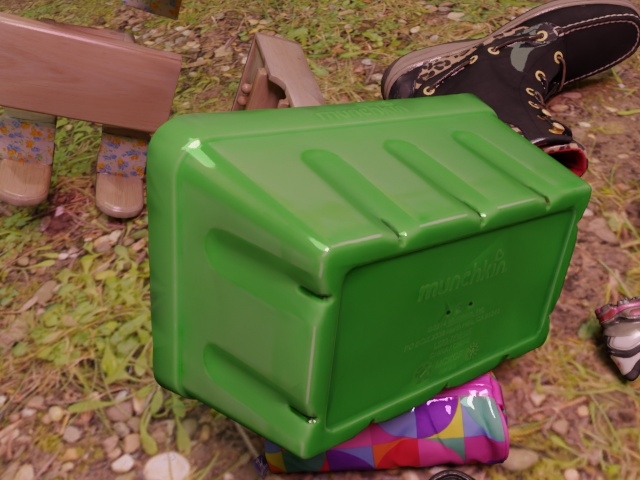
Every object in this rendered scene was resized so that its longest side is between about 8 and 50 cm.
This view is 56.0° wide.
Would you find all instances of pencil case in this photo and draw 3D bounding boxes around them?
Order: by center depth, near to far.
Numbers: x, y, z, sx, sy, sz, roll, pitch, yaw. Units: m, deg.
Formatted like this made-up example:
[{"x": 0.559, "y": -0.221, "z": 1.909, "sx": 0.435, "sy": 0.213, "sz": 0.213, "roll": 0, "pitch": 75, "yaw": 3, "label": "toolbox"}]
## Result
[{"x": 0.054, "y": 0.165, "z": 0.565, "sx": 0.237, "sy": 0.104, "sz": 0.104, "roll": -5, "pitch": 47, "yaw": 4, "label": "pencil case"}]

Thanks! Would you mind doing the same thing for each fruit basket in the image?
[{"x": 0.000, "y": 0.000, "z": 0.587, "sx": 0.393, "sy": 0.282, "sz": 0.392, "roll": 5, "pitch": 25, "yaw": -2, "label": "fruit basket"}]

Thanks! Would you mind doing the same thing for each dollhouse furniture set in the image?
[{"x": -0.208, "y": -0.171, "z": 0.767, "sx": 0.395, "sy": 0.362, "sz": 0.256, "roll": 7, "pitch": 40, "yaw": -24, "label": "dollhouse furniture set"}]

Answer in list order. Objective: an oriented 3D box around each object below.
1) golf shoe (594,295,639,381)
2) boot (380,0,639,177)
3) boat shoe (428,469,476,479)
[{"x": 0.378, "y": 0.092, "z": 0.604, "sx": 0.186, "sy": 0.067, "sz": 0.085, "roll": -10, "pitch": 72, "yaw": 3, "label": "golf shoe"}, {"x": 0.287, "y": -0.185, "z": 0.815, "sx": 0.378, "sy": 0.138, "sz": 0.284, "roll": -13, "pitch": 46, "yaw": 5, "label": "boot"}, {"x": 0.157, "y": 0.274, "z": 0.463, "sx": 0.084, "sy": 0.079, "sz": 0.233, "roll": -25, "pitch": 47, "yaw": -10, "label": "boat shoe"}]
